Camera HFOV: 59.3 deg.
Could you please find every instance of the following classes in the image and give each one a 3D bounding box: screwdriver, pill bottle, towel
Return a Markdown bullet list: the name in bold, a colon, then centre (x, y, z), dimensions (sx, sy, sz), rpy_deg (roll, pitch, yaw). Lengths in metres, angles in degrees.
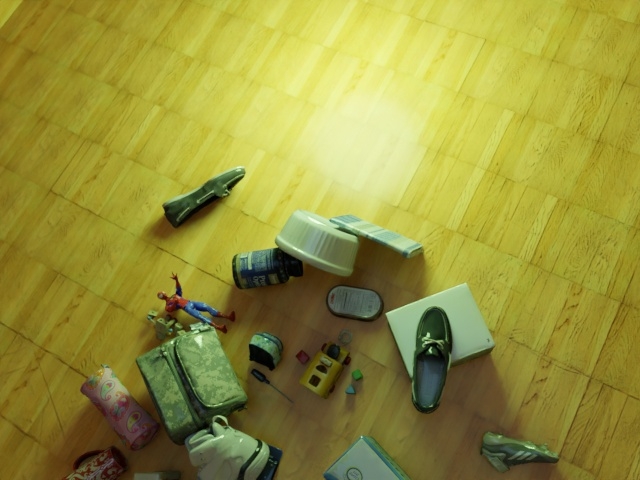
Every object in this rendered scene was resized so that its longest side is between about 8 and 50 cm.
- **screwdriver**: centre (-0.150, 0.461, 1.784), dimensions (0.170, 0.024, 0.025), rpy_deg (31, 49, 12)
- **pill bottle**: centre (-0.173, 0.089, 1.866), dimensions (0.219, 0.123, 0.122), rpy_deg (-9, 69, 7)
- **towel**: centre (0.184, -0.015, 1.807), dimensions (0.285, 0.209, 0.034), rpy_deg (24, 103, 17)

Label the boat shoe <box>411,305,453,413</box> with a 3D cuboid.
- **boat shoe**: centre (0.311, 0.323, 1.556), dimensions (0.114, 0.091, 0.302), rpy_deg (2, 73, 10)

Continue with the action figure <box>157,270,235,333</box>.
- **action figure**: centre (-0.429, 0.202, 1.862), dimensions (0.280, 0.139, 0.091), rpy_deg (16, 49, 18)

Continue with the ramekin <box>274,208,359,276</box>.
- **ramekin**: centre (0.000, 0.000, 1.776), dimensions (0.273, 0.273, 0.127), rpy_deg (26, 97, 18)

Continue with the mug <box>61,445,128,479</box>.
- **mug**: centre (-0.702, 0.712, 1.740), dimensions (0.169, 0.113, 0.150), rpy_deg (-37, 70, -8)

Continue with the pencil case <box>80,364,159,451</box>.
- **pencil case**: centre (-0.637, 0.532, 1.791), dimensions (0.284, 0.124, 0.124), rpy_deg (40, 81, 21)

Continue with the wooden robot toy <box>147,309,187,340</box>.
- **wooden robot toy**: centre (-0.519, 0.303, 1.893), dimensions (0.173, 0.076, 0.079), rpy_deg (26, 112, 18)

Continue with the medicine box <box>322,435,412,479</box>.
- **medicine box**: centre (0.165, 0.672, 1.502), dimensions (0.149, 0.289, 0.263), rpy_deg (-44, 69, -7)

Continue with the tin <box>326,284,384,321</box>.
- **tin**: centre (0.110, 0.201, 1.823), dimensions (0.190, 0.040, 0.106), rpy_deg (8, 67, 13)

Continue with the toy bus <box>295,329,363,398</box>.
- **toy bus**: centre (0.020, 0.385, 1.733), dimensions (0.191, 0.104, 0.202), rpy_deg (-17, 69, 3)

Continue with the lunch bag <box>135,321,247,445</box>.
- **lunch bag**: centre (-0.393, 0.437, 1.742), dimensions (0.256, 0.212, 0.305), rpy_deg (-25, 67, -17)

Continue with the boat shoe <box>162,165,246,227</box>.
- **boat shoe**: centre (-0.403, -0.153, 2.013), dimensions (0.335, 0.112, 0.095), rpy_deg (-26, 85, 6)

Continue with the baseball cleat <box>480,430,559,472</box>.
- **baseball cleat**: centre (0.557, 0.611, 1.585), dimensions (0.206, 0.072, 0.109), rpy_deg (13, 87, 19)

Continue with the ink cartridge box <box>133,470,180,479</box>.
- **ink cartridge box**: centre (-0.487, 0.788, 1.650), dimensions (0.087, 0.153, 0.208), rpy_deg (-2, 69, 10)

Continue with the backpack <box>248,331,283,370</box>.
- **backpack**: centre (-0.173, 0.340, 1.778), dimensions (0.105, 0.114, 0.084), rpy_deg (21, 55, 18)

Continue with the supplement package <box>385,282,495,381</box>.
- **supplement package**: centre (0.355, 0.280, 1.691), dimensions (0.262, 0.145, 0.204), rpy_deg (-21, 68, 1)

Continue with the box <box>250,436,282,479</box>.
- **box**: centre (-0.215, 0.719, 1.690), dimensions (0.136, 0.036, 0.225), rpy_deg (16, 73, 15)

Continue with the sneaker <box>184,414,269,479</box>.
- **sneaker**: centre (-0.332, 0.678, 1.591), dimensions (0.210, 0.137, 0.366), rpy_deg (44, 77, -14)
